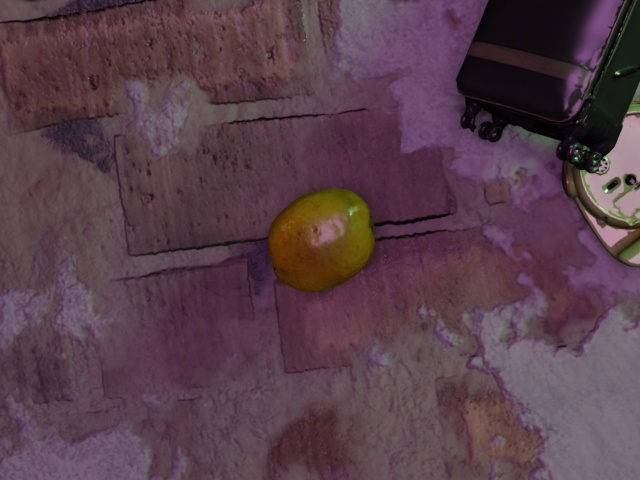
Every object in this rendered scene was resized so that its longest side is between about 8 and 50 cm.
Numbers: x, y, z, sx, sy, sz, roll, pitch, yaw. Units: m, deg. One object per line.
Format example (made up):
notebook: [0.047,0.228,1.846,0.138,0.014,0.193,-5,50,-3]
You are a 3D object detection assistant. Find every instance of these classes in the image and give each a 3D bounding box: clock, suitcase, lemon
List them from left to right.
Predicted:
lemon: [0.000,0.000,1.796,0.207,0.170,0.170,-29,87,14]
suitcase: [0.400,-0.354,1.680,0.283,0.194,0.434,26,94,44]
clock: [0.523,-0.126,1.752,0.235,0.096,0.308,-39,85,8]
